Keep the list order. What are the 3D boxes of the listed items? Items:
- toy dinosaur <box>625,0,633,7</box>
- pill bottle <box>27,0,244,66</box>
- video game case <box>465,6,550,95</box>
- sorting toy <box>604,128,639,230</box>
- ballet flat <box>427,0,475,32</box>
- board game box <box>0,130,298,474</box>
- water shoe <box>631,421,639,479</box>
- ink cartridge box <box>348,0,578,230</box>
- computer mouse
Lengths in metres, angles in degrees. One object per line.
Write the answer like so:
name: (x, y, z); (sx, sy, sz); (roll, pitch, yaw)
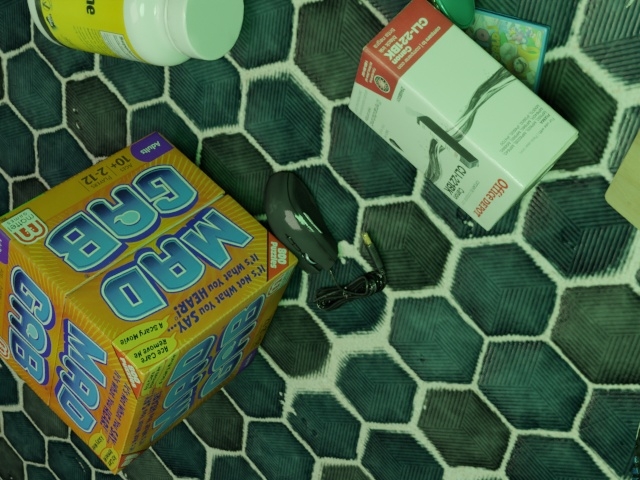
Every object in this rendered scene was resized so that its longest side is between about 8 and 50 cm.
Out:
toy dinosaur: (0.342, -0.428, 1.027); (0.121, 0.160, 0.314); (0, 133, 34)
pill bottle: (-0.295, -0.384, 1.559); (0.333, 0.188, 0.188); (16, 122, 31)
video game case: (0.227, -0.256, 1.332); (0.166, 0.015, 0.119); (23, 126, 28)
sorting toy: (0.498, -0.074, 1.128); (0.257, 0.089, 0.255); (48, 143, 29)
ballet flat: (0.128, -0.401, 1.290); (0.096, 0.095, 0.281); (-12, 95, 52)
board game box: (-0.322, 0.105, 1.692); (0.356, 0.356, 0.356); (42, 141, 14)
water shoe: (0.487, 0.351, 1.405); (0.073, 0.080, 0.203); (8, 117, 35)
ink cartridge box: (0.180, -0.161, 1.285); (0.273, 0.114, 0.197); (42, 166, 7)
computer mouse: (0.000, 0.000, 1.617); (0.184, 0.060, 0.262); (-16, 102, 43)
